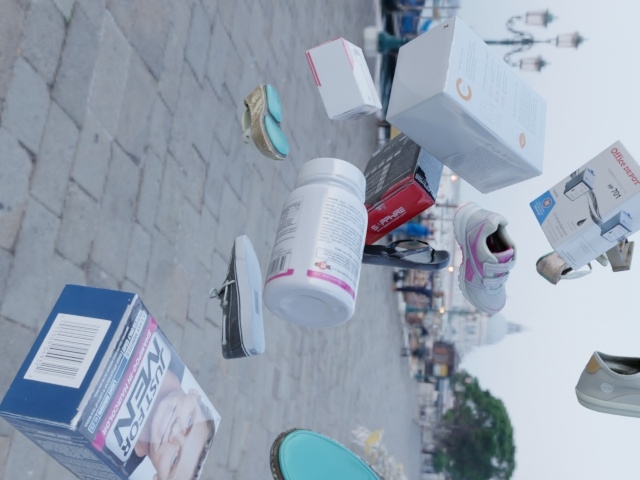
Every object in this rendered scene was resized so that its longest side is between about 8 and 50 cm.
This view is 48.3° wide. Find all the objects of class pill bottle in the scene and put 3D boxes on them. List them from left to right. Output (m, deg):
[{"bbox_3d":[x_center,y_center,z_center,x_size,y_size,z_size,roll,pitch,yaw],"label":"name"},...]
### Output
[{"bbox_3d":[0.000,0.000,1.288,0.160,0.160,0.283,78,19,-56],"label":"pill bottle"}]

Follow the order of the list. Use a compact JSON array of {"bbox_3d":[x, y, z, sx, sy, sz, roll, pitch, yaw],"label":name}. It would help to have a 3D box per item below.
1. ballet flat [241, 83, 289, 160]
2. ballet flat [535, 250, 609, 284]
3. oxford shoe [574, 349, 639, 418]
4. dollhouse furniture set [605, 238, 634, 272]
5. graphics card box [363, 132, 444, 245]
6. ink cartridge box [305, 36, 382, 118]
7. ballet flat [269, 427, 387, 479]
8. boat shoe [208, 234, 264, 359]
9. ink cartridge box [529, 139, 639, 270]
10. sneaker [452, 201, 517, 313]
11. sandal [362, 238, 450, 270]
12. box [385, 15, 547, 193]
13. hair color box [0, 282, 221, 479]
[{"bbox_3d":[-0.095,-0.183,1.173,0.073,0.067,0.206,49,20,-34],"label":"ballet flat"},{"bbox_3d":[0.797,0.047,2.135,0.106,0.316,0.107,56,-10,37],"label":"ballet flat"},{"bbox_3d":[0.773,0.305,1.495,0.169,0.450,0.130,-24,116,-73],"label":"oxford shoe"},{"bbox_3d":[0.789,-0.036,1.672,0.161,0.242,0.212,58,42,-23],"label":"dollhouse furniture set"},{"bbox_3d":[0.199,-0.159,1.809,0.094,0.233,0.371,44,35,-17],"label":"graphics card box"},{"bbox_3d":[0.057,-0.358,1.612,0.218,0.092,0.158,-31,102,-75],"label":"ink cartridge box"},{"bbox_3d":[0.102,0.515,1.265,0.164,0.483,0.182,-56,176,-33],"label":"ballet flat"},{"bbox_3d":[-0.195,0.129,1.650,0.113,0.105,0.306,55,24,-61],"label":"boat shoe"},{"bbox_3d":[0.477,-0.060,1.229,0.082,0.191,0.139,37,26,-29],"label":"ink cartridge box"},{"bbox_3d":[0.358,0.048,1.515,0.111,0.103,0.252,18,-51,58],"label":"sneaker"},{"bbox_3d":[0.192,0.028,1.670,0.097,0.255,0.054,-124,-140,-66],"label":"sandal"},{"bbox_3d":[0.335,-0.291,1.597,0.345,0.168,0.215,31,58,-31],"label":"box"},{"bbox_3d":[-0.246,0.224,0.919,0.347,0.105,0.173,74,28,-51],"label":"hair color box"}]
